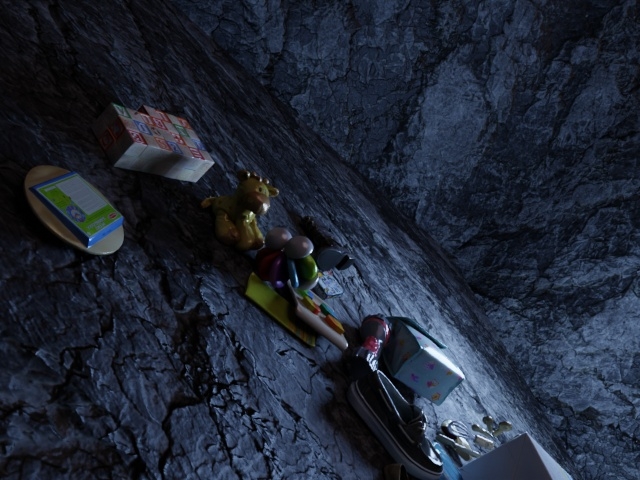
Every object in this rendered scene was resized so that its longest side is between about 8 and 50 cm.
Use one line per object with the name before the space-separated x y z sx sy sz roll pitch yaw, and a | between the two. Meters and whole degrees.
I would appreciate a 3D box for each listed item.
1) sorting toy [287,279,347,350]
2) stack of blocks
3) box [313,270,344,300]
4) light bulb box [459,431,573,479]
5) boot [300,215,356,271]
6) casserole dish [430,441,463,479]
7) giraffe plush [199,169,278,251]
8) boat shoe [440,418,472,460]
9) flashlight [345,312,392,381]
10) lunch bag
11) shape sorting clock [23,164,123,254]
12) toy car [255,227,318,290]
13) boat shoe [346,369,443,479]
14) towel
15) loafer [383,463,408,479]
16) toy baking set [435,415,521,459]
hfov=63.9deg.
sorting toy | -0.007 0.194 1.433 0.193 0.038 0.208 42 9 -21
stack of blocks | -0.435 -0.260 1.334 0.171 0.087 0.297 55 20 17
box | 0.017 0.143 1.649 0.094 0.027 0.137 53 19 15
light bulb box | 0.604 0.778 1.367 0.361 0.225 0.358 45 18 -34
boot | 0.000 0.000 1.830 0.229 0.091 0.263 51 14 24
casserole dish | 0.341 0.633 1.407 0.188 0.037 0.114 54 19 17
giraffe plush | -0.201 -0.095 1.403 0.210 0.170 0.181 54 20 15
boat shoe | 0.415 0.622 1.583 0.045 0.050 0.135 -4 52 -53
flashlight | 0.141 0.307 1.503 0.103 0.103 0.304 25 17 11
lunch bag | 0.310 0.370 1.668 0.223 0.160 0.262 38 10 -21
shape sorting clock | -0.457 -0.056 0.961 0.206 0.040 0.206 44 15 -16
toy car | -0.098 0.066 1.373 0.182 0.159 0.136 22 46 35
boat shoe | 0.214 0.473 1.303 0.335 0.119 0.121 46 19 -7
towel | -0.100 0.180 1.330 0.237 0.021 0.102 42 19 -19
loafer | 0.187 0.573 1.158 0.056 0.050 0.148 31 25 -42
toy baking set | 0.478 0.579 1.496 0.197 0.256 0.030 49 35 -18
